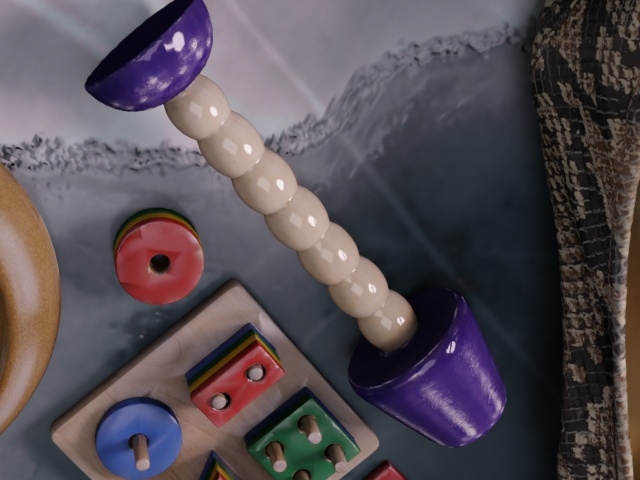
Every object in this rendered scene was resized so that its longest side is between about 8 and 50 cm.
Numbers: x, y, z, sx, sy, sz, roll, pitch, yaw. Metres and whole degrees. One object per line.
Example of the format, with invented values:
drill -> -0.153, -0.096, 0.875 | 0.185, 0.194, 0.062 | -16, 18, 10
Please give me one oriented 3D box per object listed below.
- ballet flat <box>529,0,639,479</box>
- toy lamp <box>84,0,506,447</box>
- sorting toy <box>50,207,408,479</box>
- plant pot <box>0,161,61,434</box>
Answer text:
ballet flat -> 0.208, 0.086, 0.668 | 0.164, 0.182, 0.483 | -15, 111, -8
toy lamp -> 0.000, 0.000, 0.651 | 0.080, 0.080, 0.274 | -38, 111, 3
sorting toy -> -0.048, 0.120, 0.698 | 0.132, 0.046, 0.274 | -39, 113, 3
plant pot -> -0.243, 0.041, 0.616 | 0.236, 0.032, 0.236 | -7, 118, -13
